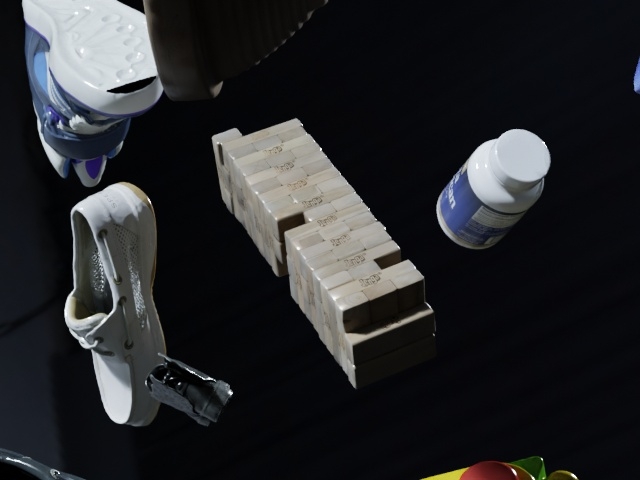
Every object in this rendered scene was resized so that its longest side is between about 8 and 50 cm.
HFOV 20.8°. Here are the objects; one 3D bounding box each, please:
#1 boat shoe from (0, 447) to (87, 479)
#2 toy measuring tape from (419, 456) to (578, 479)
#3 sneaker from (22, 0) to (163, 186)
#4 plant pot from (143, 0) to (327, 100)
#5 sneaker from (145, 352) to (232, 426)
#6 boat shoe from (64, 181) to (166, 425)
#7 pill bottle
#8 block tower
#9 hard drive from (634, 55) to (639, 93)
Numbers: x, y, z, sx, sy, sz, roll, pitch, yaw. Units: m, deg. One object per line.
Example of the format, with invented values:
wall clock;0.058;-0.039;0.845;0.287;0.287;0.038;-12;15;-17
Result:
boat shoe;-0.299;0.236;1.506;0.127;0.340;0.113;-69;156;-14
toy measuring tape;0.132;0.321;1.932;0.121;0.330;0.121;165;-90;-90
sneaker;-0.254;-0.151;2.034;0.130;0.236;0.323;-19;36;-19
plant pot;-0.051;-0.212;1.140;0.237;0.110;0.237;-3;90;-86
sneaker;-0.141;0.154;1.820;0.089;0.170;0.051;27;81;-5
boat shoe;-0.232;0.078;1.872;0.096;0.098;0.277;-20;114;-42
pill bottle;0.209;-0.064;2.075;0.094;0.169;0.094;7;64;-15
block tower;0.000;0.000;1.740;0.335;0.097;0.091;51;-25;45
hard drive;0.419;-0.296;1.749;0.040;0.318;0.210;22;65;-8
